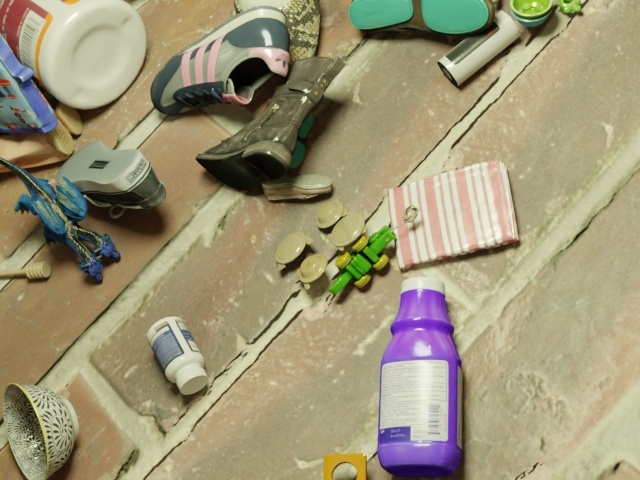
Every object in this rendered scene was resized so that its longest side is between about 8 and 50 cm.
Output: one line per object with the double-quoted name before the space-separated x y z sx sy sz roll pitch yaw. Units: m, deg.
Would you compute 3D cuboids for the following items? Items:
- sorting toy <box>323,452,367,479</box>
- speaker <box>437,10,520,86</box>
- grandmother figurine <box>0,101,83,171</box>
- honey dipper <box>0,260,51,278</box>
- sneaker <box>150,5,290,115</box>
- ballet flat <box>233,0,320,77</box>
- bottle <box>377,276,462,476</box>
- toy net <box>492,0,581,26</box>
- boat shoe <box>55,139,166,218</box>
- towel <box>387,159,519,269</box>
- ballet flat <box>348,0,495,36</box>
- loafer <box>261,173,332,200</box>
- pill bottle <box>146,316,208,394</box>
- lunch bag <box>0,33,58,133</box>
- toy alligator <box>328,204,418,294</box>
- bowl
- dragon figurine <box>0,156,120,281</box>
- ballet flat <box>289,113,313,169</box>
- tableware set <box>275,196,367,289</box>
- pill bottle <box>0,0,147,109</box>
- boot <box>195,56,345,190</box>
"sorting toy" 0.031 0.471 1.446 0.196 0.047 0.347 6 69 20
"speaker" 0.262 -0.317 1.717 0.136 0.055 0.055 -38 58 1
"grandmother figurine" -0.629 -0.158 1.991 0.342 0.104 0.208 -16 27 19
"honey dipper" -0.564 0.060 1.899 0.161 0.030 0.030 -7 64 24
"sneaker" -0.180 -0.278 1.811 0.319 0.112 0.131 -30 60 36
"ballet flat" -0.098 -0.531 1.894 0.164 0.182 0.482 -10 63 17
"bottle" 0.144 0.194 1.500 0.118 0.092 0.282 -6 64 19
"toy net" 0.329 -0.438 1.742 0.122 0.045 0.232 -29 52 -8
"boat shoe" -0.366 -0.106 1.842 0.306 0.105 0.113 4 52 51
"towel" 0.204 -0.038 1.627 0.197 0.029 0.144 -15 61 19
"ballet flat" 0.180 -0.399 1.759 0.280 0.096 0.095 10 115 34
"loafer" -0.037 -0.086 1.747 0.125 0.039 0.045 3 34 21
"pill bottle" -0.227 0.186 1.674 0.067 0.067 0.120 -36 58 3
"lunch bag" -0.595 -0.304 1.880 0.293 0.221 0.138 13 51 44
"toy alligator" 0.081 0.011 1.635 0.189 0.056 0.051 -46 15 6
"bowl" -0.443 0.302 1.686 0.170 0.080 0.170 20 116 47
"dragon figurine" -0.462 -0.056 1.810 0.085 0.289 0.144 -44 26 -26
"ballet flat" -0.043 -0.171 1.789 0.041 0.041 0.114 8 70 26
"tableware set" 0.000 0.000 1.670 0.169 0.020 0.141 -44 34 4
"pill bottle" -0.534 -0.431 2.003 0.392 0.224 0.224 36 83 32
"boot" -0.081 -0.206 1.768 0.263 0.091 0.229 -3 53 49
